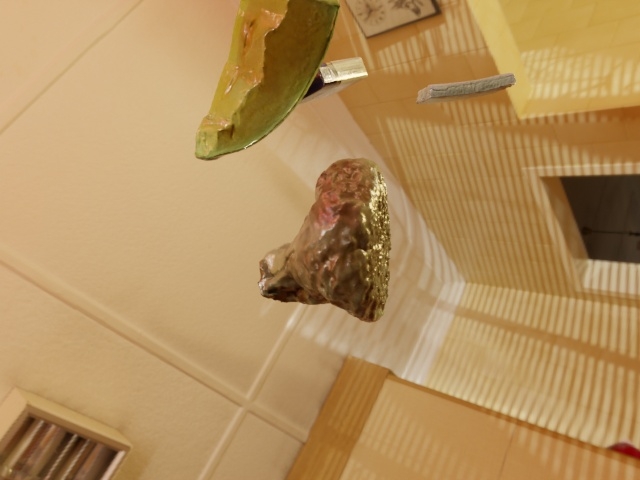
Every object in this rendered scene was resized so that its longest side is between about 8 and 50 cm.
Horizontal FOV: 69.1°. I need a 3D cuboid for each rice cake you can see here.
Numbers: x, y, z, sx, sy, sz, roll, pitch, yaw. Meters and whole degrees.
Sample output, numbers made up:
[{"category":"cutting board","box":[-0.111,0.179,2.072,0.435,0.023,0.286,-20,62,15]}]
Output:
[{"category":"rice cake","box":[0.374,-0.392,1.209,0.237,0.127,0.043,-9,-79,-3]}]

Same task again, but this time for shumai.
[{"category":"shumai","box":[0.000,0.000,0.740,0.225,0.222,0.261,-40,-46,-66]}]

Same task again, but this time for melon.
[{"category":"melon","box":[-0.105,-0.272,0.772,0.124,0.196,0.323,7,-60,-45]}]

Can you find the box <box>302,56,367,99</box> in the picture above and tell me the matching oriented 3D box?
[{"category":"box","box":[0.006,-0.460,1.350,0.259,0.168,0.071,-37,-73,-48]}]
